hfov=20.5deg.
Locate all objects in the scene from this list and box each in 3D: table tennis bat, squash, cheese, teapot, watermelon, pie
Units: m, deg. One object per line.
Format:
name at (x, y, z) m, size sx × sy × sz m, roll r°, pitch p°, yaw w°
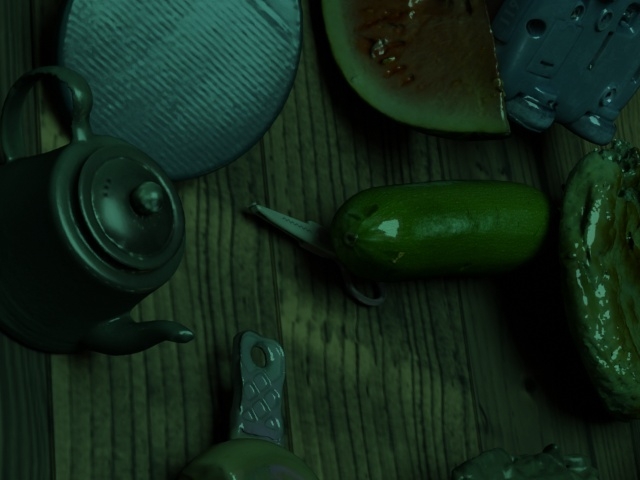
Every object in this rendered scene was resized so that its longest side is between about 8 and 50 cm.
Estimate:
table tennis bat at (-0.092, -0.197, 1.506) m, size 0.215 × 0.044 × 0.329 m, roll 44°, pitch 76°, yaw -23°
squash at (0.134, -0.012, 1.703) m, size 0.379 × 0.101 × 0.101 m, roll -4°, pitch 74°, yaw -50°
cheese at (-0.054, 0.204, 1.422) m, size 0.163 × 0.082 × 0.286 m, roll 22°, pitch 53°, yaw -39°
teapot at (-0.175, -0.020, 1.355) m, size 0.162 × 0.149 × 0.239 m, roll -20°, pitch 86°, yaw -48°
watermelon at (0.096, -0.207, 1.758) m, size 0.128 × 0.159 × 0.303 m, roll 44°, pitch 32°, yaw -66°
pie at (0.309, 0.045, 1.825) m, size 0.302 × 0.067 × 0.302 m, roll -9°, pitch 90°, yaw -67°

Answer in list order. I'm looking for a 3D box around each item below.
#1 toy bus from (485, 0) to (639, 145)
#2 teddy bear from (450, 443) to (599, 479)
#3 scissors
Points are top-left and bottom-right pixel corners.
toy bus at (0.230, -0.244, 1.854) m, size 0.232 × 0.197 × 0.294 m, roll 42°, pitch 22°, yaw 32°
teddy bear at (0.204, 0.354, 1.555) m, size 0.357 × 0.224 × 0.367 m, roll 32°, pitch 35°, yaw -30°
scissors at (0.000, 0.000, 1.623) m, size 0.176 × 0.022 × 0.085 m, roll 27°, pitch 53°, yaw -39°
